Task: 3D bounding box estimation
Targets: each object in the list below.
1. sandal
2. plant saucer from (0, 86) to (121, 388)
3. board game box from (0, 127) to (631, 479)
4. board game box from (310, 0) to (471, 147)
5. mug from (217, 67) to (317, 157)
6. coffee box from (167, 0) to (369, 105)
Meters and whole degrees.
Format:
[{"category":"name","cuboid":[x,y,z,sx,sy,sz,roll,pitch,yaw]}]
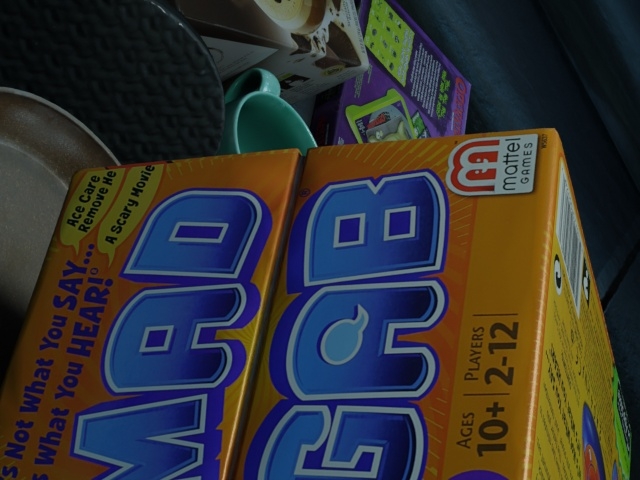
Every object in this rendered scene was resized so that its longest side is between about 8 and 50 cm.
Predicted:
[{"category":"sandal","cuboid":[-0.235,-0.201,1.356,0.446,0.167,0.107,42,23,-35]},{"category":"plant saucer","cuboid":[-0.227,0.036,1.303,0.310,0.050,0.310,29,52,-46]},{"category":"board game box","cuboid":[0.010,0.183,1.183,0.356,0.356,0.356,68,25,-44]},{"category":"board game box","cuboid":[0.075,-0.108,1.847,0.208,0.056,0.347,41,41,-29]},{"category":"mug","cuboid":[-0.068,-0.067,1.563,0.129,0.097,0.158,55,34,-18]},{"category":"coffee box","cuboid":[-0.097,-0.238,1.606,0.297,0.119,0.168,6,67,-54]}]
